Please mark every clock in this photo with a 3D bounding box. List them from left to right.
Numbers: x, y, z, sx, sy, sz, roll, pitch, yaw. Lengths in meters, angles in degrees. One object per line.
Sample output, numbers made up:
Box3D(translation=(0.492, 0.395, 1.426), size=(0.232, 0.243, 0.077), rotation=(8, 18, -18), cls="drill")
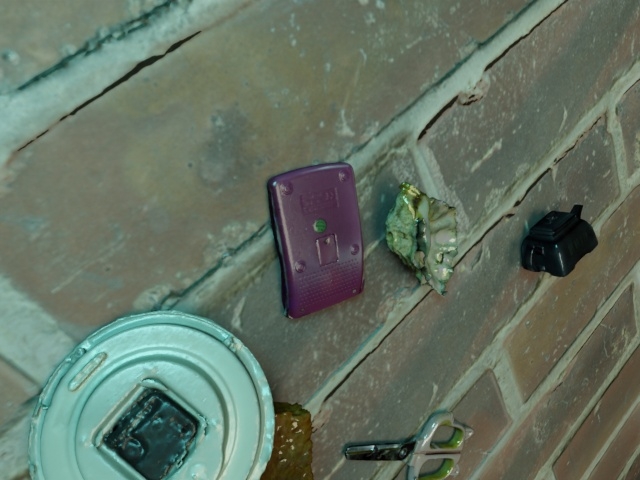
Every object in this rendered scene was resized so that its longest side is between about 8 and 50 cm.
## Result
Box3D(translation=(-0.161, 0.184, 0.441), size=(0.237, 0.053, 0.236), rotation=(3, 74, -10), cls="clock")

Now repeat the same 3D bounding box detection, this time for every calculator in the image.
Box3D(translation=(0.000, 0.000, 0.583), size=(0.127, 0.034, 0.190), rotation=(-17, 111, -28), cls="calculator")

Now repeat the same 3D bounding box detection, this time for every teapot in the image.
Box3D(translation=(0.436, -0.008, 0.844), size=(0.177, 0.087, 0.096), rotation=(-34, 115, -22), cls="teapot")

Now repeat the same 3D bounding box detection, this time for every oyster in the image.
Box3D(translation=(0.152, 0.005, 0.671), size=(0.209, 0.072, 0.132), rotation=(19, 86, -56), cls="oyster")

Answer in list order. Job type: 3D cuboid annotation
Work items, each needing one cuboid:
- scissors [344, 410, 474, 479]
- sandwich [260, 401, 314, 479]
Box3D(translation=(0.162, 0.374, 0.801), size=(0.318, 0.024, 0.160), rotation=(18, 93, -36), cls="scissors")
Box3D(translation=(-0.103, 0.276, 0.543), size=(0.292, 0.109, 0.212), rotation=(32, 85, -36), cls="sandwich")
